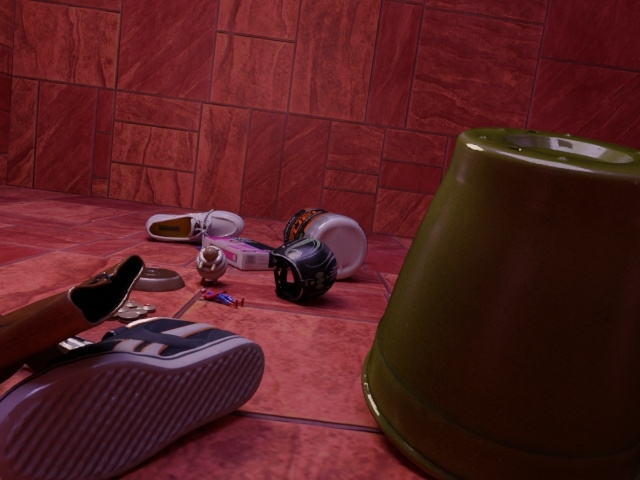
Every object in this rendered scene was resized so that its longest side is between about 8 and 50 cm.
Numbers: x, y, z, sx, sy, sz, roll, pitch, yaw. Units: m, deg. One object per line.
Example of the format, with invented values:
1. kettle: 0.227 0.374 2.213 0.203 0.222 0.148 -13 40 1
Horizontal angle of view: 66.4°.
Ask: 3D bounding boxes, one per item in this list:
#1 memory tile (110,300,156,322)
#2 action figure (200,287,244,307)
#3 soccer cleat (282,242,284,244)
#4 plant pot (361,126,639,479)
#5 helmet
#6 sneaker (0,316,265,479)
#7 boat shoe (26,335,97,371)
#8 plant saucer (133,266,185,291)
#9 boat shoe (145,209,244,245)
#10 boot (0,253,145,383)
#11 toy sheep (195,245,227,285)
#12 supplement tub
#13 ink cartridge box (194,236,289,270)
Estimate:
1. memory tile: -0.412 0.133 0.966 0.147 0.012 0.113 9 8 7
2. action figure: -0.232 0.129 1.131 0.115 0.030 0.038 9 12 26
3. soccer cleat: 0.011 0.012 1.920 0.317 0.117 0.108 9 8 10
4. plant pot: 0.253 0.054 0.608 0.366 0.353 0.366 5 22 -2
5. helmet: -0.037 0.071 1.258 0.169 0.170 0.161 14 26 42
6. sneaker: -0.209 0.161 0.538 0.127 0.126 0.321 13 4 32
7. boat shoe: -0.350 0.161 0.683 0.152 0.056 0.049 19 4 9
8. plant saucer: -0.421 0.092 1.213 0.168 0.029 0.168 7 8 -1
9. boat shoe: -0.463 -0.048 1.829 0.366 0.136 0.156 2 8 -17
10. boot: -0.315 0.084 0.512 0.280 0.096 0.264 -33 8 2
11. toy sheep: -0.284 0.065 1.276 0.091 0.132 0.091 6 49 -7
12. supplement tub: 0.000 0.000 1.655 0.207 0.207 0.338 4 7 -23
13. ink cartridge box: -0.278 0.035 1.681 0.175 0.069 0.370 2 7 -38
